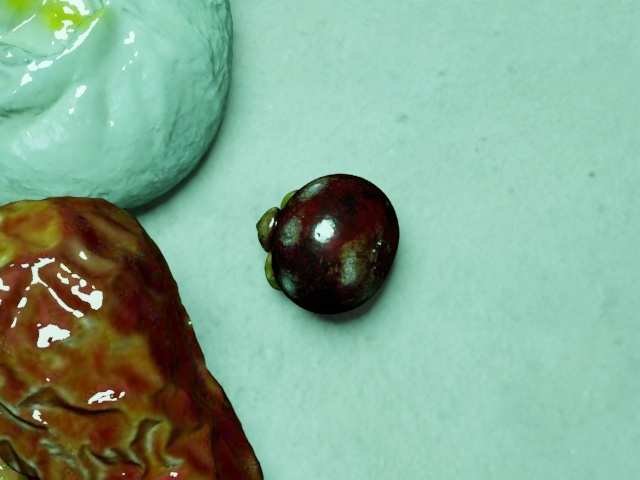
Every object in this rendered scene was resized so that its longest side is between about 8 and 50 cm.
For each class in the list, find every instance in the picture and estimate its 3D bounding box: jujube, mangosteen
[{"bbox_3d":[-0.175,0.124,0.778,0.216,0.216,0.342,-30,101,-6],"label":"jujube"},{"bbox_3d":[0.000,0.000,0.868,0.140,0.140,0.140,0,77,1],"label":"mangosteen"}]

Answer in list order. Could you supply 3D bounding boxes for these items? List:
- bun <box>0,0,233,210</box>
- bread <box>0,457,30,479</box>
[{"bbox_3d":[-0.248,-0.190,0.866,0.361,0.211,0.362,0,77,-1],"label":"bun"},{"bbox_3d":[-0.312,0.150,0.856,0.115,0.077,0.200,-8,75,0],"label":"bread"}]
